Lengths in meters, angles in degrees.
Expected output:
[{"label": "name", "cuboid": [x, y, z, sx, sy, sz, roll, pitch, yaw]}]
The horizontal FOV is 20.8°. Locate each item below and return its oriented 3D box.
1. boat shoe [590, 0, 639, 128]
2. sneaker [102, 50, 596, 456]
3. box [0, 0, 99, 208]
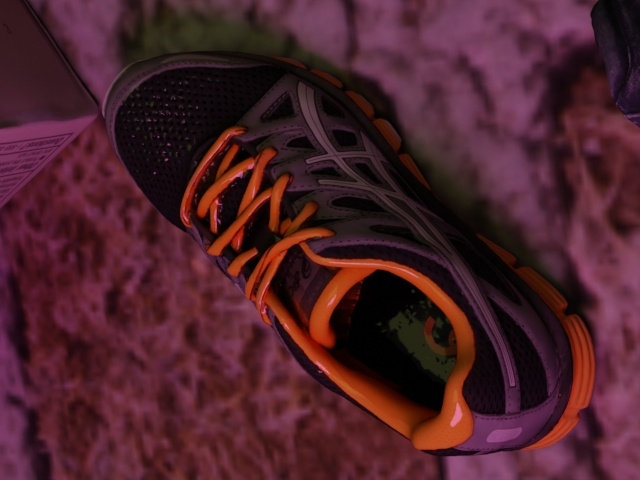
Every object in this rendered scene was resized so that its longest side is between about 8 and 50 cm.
[{"label": "boat shoe", "cuboid": [0.148, -0.037, 0.526, 0.083, 0.065, 0.183, -50, 41, 30]}, {"label": "sneaker", "cuboid": [0.000, 0.000, 0.622, 0.215, 0.083, 0.084, 36, 113, 20]}, {"label": "box", "cuboid": [-0.257, -0.001, 0.718, 0.311, 0.148, 0.121, -39, 79, 25]}]
